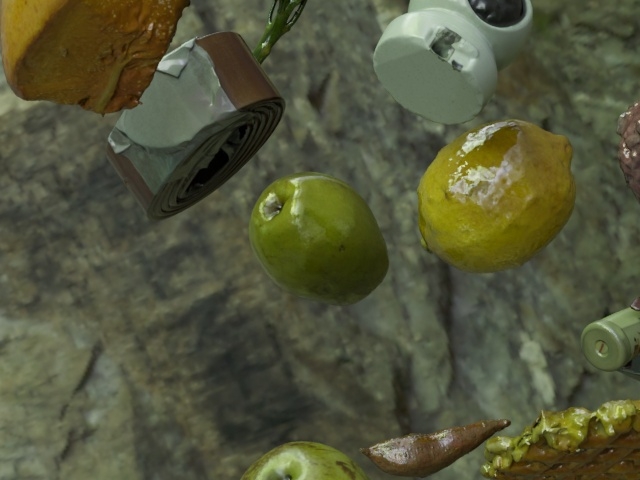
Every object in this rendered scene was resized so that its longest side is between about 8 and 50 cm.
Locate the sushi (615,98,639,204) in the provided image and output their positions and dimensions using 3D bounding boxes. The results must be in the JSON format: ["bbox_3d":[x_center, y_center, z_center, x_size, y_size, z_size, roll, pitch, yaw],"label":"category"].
[{"bbox_3d":[0.428,-0.103,1.123,0.107,0.241,0.161,134,115,-87],"label":"sushi"}]

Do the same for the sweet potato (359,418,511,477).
[{"bbox_3d":[0.165,0.296,1.557,0.068,0.226,0.068,170,90,-79],"label":"sweet potato"}]

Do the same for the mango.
[{"bbox_3d":[-0.219,-0.280,1.096,0.199,0.350,0.201,26,-148,10],"label":"mango"}]

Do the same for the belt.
[{"bbox_3d":[-0.175,-0.153,1.511,0.217,0.339,0.122,-30,-98,-30],"label":"belt"}]

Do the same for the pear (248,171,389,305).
[{"bbox_3d":[0.000,0.000,2.177,0.307,0.253,0.253,32,-143,-37],"label":"pear"}]

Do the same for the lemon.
[{"bbox_3d":[0.282,-0.071,1.773,0.233,0.288,0.233,48,-170,-11],"label":"lemon"}]

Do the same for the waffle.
[{"bbox_3d":[0.375,0.294,1.537,0.302,0.324,0.068,41,-145,-55],"label":"waffle"}]

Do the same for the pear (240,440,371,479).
[{"bbox_3d":[-0.019,0.486,1.880,0.284,0.283,0.284,54,-157,-35],"label":"pear"}]

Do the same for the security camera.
[{"bbox_3d":[0.210,-0.315,1.660,0.236,0.194,0.195,-55,-51,-25],"label":"security camera"}]

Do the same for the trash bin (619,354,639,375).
[{"bbox_3d":[0.614,0.206,1.935,0.225,0.165,0.115,18,-94,-52],"label":"trash bin"}]

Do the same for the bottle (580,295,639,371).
[{"bbox_3d":[0.283,0.080,0.997,0.101,0.063,0.047,-20,-118,-38],"label":"bottle"}]

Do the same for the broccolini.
[{"bbox_3d":[-0.116,-0.379,2.037,0.078,0.392,0.074,31,-166,-31],"label":"broccolini"}]
